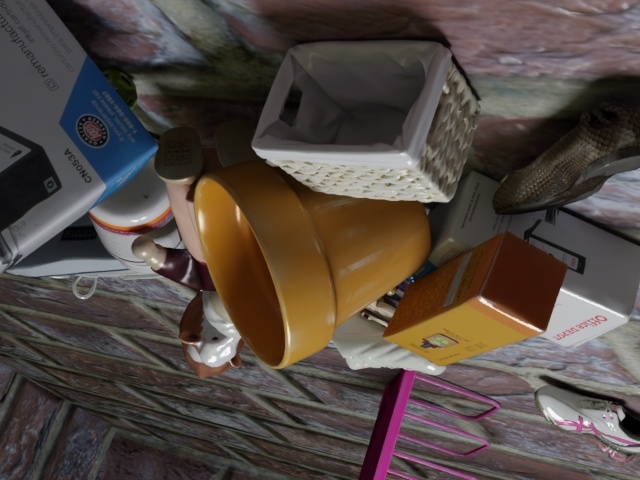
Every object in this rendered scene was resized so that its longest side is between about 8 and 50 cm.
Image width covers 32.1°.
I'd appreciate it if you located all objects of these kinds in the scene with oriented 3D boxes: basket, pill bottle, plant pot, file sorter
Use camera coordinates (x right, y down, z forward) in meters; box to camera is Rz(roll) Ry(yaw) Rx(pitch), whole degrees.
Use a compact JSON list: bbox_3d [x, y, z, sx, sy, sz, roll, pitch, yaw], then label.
[{"bbox_3d":[0.044,-0.101,0.975,0.167,0.113,0.103,6,158,37],"label":"basket"},{"bbox_3d":[-0.229,-0.039,1.405,0.121,0.121,0.221,19,161,5],"label":"pill bottle"},{"bbox_3d":[-0.239,-0.148,1.209,0.083,0.083,0.079,31,147,-26],"label":"plant pot"},{"bbox_3d":[0.000,0.000,1.125,0.205,0.188,0.205,51,153,38],"label":"plant pot"},{"bbox_3d":[0.172,0.394,1.893,0.182,0.290,0.202,19,161,-1],"label":"file sorter"}]

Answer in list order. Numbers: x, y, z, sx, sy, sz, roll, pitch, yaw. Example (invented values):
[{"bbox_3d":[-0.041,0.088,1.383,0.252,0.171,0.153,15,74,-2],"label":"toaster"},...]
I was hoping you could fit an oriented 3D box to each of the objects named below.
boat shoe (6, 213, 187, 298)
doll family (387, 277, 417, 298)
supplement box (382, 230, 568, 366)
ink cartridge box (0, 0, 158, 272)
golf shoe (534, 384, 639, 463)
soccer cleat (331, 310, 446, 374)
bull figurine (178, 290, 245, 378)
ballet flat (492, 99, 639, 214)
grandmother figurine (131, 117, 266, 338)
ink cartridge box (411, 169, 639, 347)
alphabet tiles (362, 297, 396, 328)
[{"bbox_3d":[-0.341,0.010,1.667,0.367,0.135,0.156,-2,154,29],"label":"boat shoe"},{"bbox_3d":[0.133,0.046,1.323,0.111,0.076,0.193,35,171,22],"label":"doll family"},{"bbox_3d":[0.147,0.065,1.104,0.078,0.080,0.233,28,157,-11],"label":"supplement box"},{"bbox_3d":[-0.350,-0.076,1.061,0.223,0.307,0.129,53,154,-6],"label":"ink cartridge box"},{"bbox_3d":[0.404,0.254,1.636,0.186,0.067,0.086,27,131,-10],"label":"golf shoe"},{"bbox_3d":[0.076,0.143,1.447,0.196,0.076,0.068,23,168,37],"label":"soccer cleat"},{"bbox_3d":[-0.146,0.111,1.615,0.101,0.188,0.310,22,161,-5],"label":"bull figurine"},{"bbox_3d":[0.216,-0.068,0.981,0.084,0.058,0.250,-12,172,-13],"label":"ballet flat"},{"bbox_3d":[-0.116,0.006,1.310,0.208,0.104,0.342,-2,144,5],"label":"grandmother figurine"},{"bbox_3d":[0.213,0.024,1.168,0.203,0.085,0.148,24,159,-6],"label":"ink cartridge box"},{"bbox_3d":[0.029,0.067,1.497,0.278,0.021,0.284,27,170,19],"label":"alphabet tiles"}]
